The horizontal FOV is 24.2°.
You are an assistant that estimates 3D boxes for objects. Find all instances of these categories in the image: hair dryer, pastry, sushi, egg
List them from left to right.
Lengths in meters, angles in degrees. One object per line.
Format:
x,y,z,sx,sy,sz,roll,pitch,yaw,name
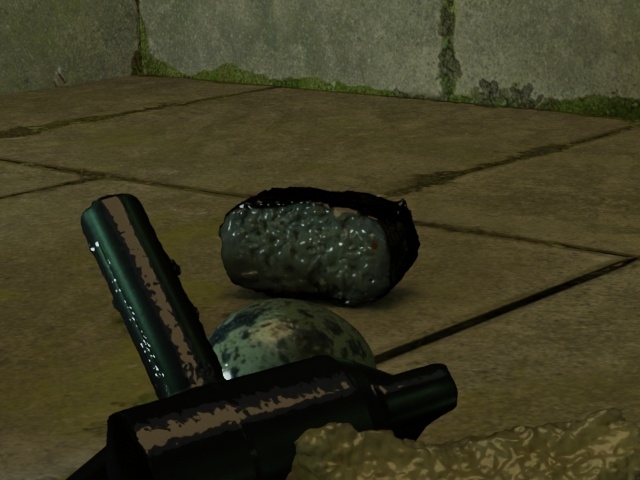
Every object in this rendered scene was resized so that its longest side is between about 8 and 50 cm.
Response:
-0.063,0.071,1.118,0.244,0.116,0.302,-14,61,-26,hair dryer
-0.024,0.114,1.245,0.132,0.132,0.172,11,7,43,egg
0.000,0.000,1.732,0.225,0.124,0.127,4,15,23,sushi
0.100,0.172,1.009,0.258,0.121,0.089,-3,36,-17,pastry

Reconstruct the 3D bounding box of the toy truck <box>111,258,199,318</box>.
-0.186,0.062,1.633,0.077,0.076,0.111,-27,20,-15,toy truck

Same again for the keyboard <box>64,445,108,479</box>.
-0.158,0.195,1.164,0.101,0.018,0.310,4,14,16,keyboard
